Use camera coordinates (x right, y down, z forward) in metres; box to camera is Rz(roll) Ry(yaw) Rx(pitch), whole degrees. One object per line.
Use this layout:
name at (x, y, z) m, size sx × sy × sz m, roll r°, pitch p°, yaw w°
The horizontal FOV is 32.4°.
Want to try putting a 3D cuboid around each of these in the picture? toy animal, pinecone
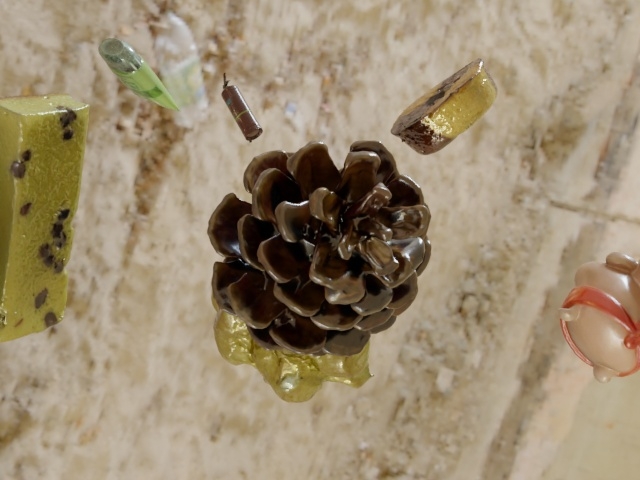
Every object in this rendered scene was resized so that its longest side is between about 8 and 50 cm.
toy animal at (0.439, 0.102, 1.555) m, size 0.171 × 0.197 × 0.171 m, roll 61°, pitch 8°, yaw -16°
pinecone at (0.000, 0.000, 1.167) m, size 0.244 × 0.244 × 0.309 m, roll -63°, pitch -177°, yaw -26°

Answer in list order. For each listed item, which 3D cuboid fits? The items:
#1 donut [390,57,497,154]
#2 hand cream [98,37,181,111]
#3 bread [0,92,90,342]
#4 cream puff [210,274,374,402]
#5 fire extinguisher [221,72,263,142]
donut at (0.198, -0.204, 1.729) m, size 0.184 × 0.073 × 0.166 m, roll -37°, pitch -170°, yaw 27°
hand cream at (-0.293, -0.261, 1.758) m, size 0.046 × 0.095 × 0.175 m, roll -60°, pitch 154°, yaw -15°
bread at (-0.418, -0.027, 1.590) m, size 0.138 × 0.077 × 0.361 m, roll -18°, pitch 125°, yaw -54°
cream puff at (-0.043, 0.062, 1.638) m, size 0.270 × 0.274 × 0.323 m, roll 68°, pitch 22°, yaw -51°
fire extinguisher at (-0.153, -0.250, 2.072) m, size 0.039 × 0.132 × 0.056 m, roll -22°, pitch 159°, yaw -22°
